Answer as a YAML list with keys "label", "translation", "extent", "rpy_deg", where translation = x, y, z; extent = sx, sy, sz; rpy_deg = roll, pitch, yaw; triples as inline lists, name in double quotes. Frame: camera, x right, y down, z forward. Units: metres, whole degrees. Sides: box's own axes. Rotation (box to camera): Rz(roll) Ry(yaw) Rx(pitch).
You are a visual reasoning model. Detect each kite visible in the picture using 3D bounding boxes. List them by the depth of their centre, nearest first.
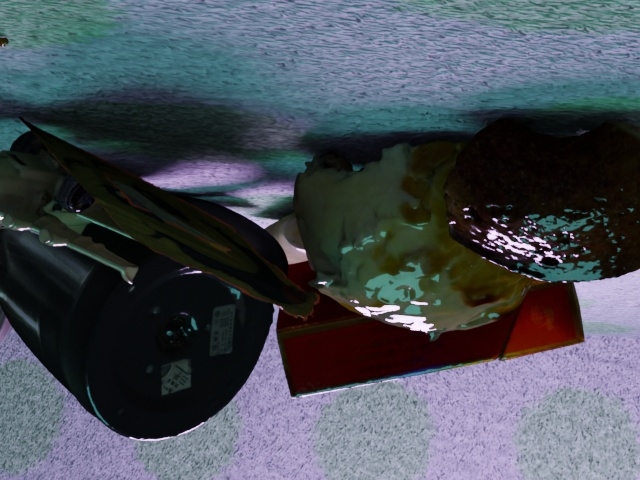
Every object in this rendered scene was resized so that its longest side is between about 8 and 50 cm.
- label: "kite"
  translation: [-0.139, -0.023, 1.456]
  extent: [0.327, 0.013, 0.377]
  rpy_deg: [32, -173, 4]

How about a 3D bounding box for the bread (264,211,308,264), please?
- label: "bread"
  translation: [0.000, 0.000, 1.939]
  extent: [0.139, 0.060, 0.178]
  rpy_deg: [7, 173, -16]

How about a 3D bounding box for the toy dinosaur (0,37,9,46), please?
- label: "toy dinosaur"
  translation: [-0.284, -0.137, 1.197]
  extent: [0.113, 0.026, 0.041]
  rpy_deg: [-6, 164, 8]

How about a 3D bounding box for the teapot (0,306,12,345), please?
- label: "teapot"
  translation: [-0.536, 0.044, 2.100]
  extent: [0.315, 0.233, 0.312]
  rpy_deg: [34, 175, -2]

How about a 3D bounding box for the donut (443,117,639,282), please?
- label: "donut"
  translation: [0.212, -0.036, 1.332]
  extent: [0.186, 0.144, 0.126]
  rpy_deg: [28, 162, 28]

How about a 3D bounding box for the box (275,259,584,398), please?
- label: "box"
  translation: [0.115, 0.068, 1.740]
  extent: [0.313, 0.089, 0.197]
  rpy_deg: [-12, -162, 6]

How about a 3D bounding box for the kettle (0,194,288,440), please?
- label: "kettle"
  translation: [-0.200, 0.026, 1.732]
  extent: [0.321, 0.228, 0.324]
  rpy_deg: [-20, -146, -32]

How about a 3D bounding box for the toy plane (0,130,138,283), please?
- label: "toy plane"
  translation: [-0.273, -0.044, 1.451]
  extent: [0.242, 0.104, 0.256]
  rpy_deg: [39, -173, 29]

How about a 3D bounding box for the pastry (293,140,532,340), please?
- label: "pastry"
  translation: [0.113, 0.006, 1.516]
  extent: [0.237, 0.170, 0.256]
  rpy_deg: [-14, 155, 42]
